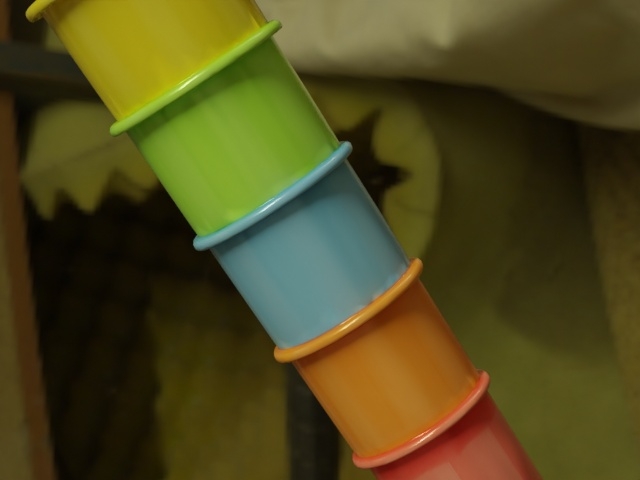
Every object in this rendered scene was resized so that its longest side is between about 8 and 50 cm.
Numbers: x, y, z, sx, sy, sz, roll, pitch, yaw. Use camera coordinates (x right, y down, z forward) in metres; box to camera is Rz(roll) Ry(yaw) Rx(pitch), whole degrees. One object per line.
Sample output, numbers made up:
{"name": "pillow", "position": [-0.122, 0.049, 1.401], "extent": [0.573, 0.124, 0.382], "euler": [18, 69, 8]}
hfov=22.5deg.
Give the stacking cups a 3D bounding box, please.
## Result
{"name": "stacking cups", "position": [0.000, 0.000, 0.727], "extent": [0.316, 0.096, 0.096], "euler": [54, 146, -10]}
